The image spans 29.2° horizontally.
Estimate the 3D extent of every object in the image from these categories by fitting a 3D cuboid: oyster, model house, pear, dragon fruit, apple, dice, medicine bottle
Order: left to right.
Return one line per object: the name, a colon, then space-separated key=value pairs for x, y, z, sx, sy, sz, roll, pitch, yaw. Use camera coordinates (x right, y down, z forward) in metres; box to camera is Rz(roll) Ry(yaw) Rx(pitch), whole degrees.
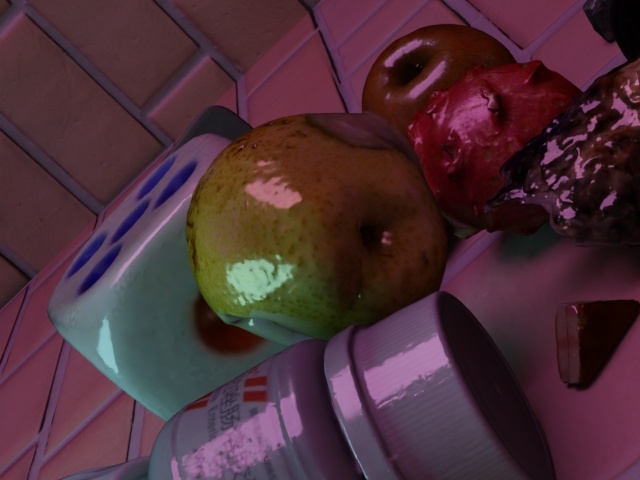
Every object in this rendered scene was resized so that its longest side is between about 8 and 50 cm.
dice: x=-0.133 y=0.057 z=1.500 sx=0.304 sy=0.277 sz=0.304 roll=-52 pitch=19 yaw=-6
pear: x=0.000 y=0.000 z=1.234 sx=0.271 sy=0.271 sz=0.271 roll=-40 pitch=19 yaw=17
medicine bottle: x=0.028 y=0.203 z=1.105 sx=0.306 sy=0.245 sz=0.245 roll=-31 pitch=22 yaw=15
apple: x=0.178 y=-0.190 z=1.731 sx=0.237 sy=0.207 sz=0.237 roll=-28 pitch=43 yaw=29
dragon fruit: x=0.230 y=-0.110 z=1.421 sx=0.268 sy=0.210 sz=0.205 roll=-8 pitch=66 yaw=13
model house: x=0.397 y=-0.328 z=1.692 sx=0.083 sy=0.079 sz=0.066 roll=-46 pitch=16 yaw=3
oyster: x=0.310 y=-0.105 z=1.242 sx=0.275 sy=0.100 sz=0.271 roll=5 pitch=61 yaw=22

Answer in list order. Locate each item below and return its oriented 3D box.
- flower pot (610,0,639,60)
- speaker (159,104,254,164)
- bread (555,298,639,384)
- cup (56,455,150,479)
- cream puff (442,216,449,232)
flower pot: x=0.422 y=-0.259 z=1.394 sx=0.107 sy=0.157 sz=0.157 roll=-43 pitch=15 yaw=-27
speaker: x=-0.252 y=-0.031 z=2.158 sx=0.184 sy=0.183 sz=0.406 roll=-33 pitch=21 yaw=56
bread: x=0.253 y=0.080 z=1.167 sx=0.109 sy=0.062 sz=0.043 roll=-49 pitch=17 yaw=-19
cup: x=-0.285 y=0.396 z=1.375 sx=0.371 sy=0.253 sz=0.253 roll=-32 pitch=23 yaw=34
cream puff: x=0.104 y=-0.020 z=1.623 sx=0.150 sy=0.115 sz=0.165 roll=-45 pitch=7 yaw=-19
